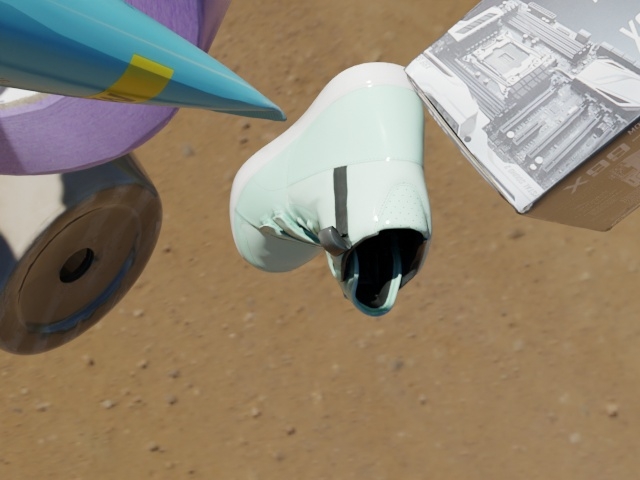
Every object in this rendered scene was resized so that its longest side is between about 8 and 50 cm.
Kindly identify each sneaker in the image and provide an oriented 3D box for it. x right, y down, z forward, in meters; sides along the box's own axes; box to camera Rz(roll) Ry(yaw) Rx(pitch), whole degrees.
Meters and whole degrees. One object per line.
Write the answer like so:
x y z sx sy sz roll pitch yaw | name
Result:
0.000 0.000 1.034 0.094 0.256 0.151 7 60 -22 | sneaker

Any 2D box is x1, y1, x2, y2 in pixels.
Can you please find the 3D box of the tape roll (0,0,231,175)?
-0.166 -0.150 0.594 0.275 0.275 0.090 34 50 -20 | tape roll

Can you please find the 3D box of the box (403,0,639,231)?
0.199 -0.126 0.593 0.076 0.307 0.242 53 15 12 | box

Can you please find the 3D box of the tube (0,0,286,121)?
-0.096 -0.064 0.372 0.207 0.080 0.052 17 92 -56 | tube

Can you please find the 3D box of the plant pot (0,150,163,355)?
-0.302 -0.054 1.252 0.280 0.323 0.323 40 55 23 | plant pot
